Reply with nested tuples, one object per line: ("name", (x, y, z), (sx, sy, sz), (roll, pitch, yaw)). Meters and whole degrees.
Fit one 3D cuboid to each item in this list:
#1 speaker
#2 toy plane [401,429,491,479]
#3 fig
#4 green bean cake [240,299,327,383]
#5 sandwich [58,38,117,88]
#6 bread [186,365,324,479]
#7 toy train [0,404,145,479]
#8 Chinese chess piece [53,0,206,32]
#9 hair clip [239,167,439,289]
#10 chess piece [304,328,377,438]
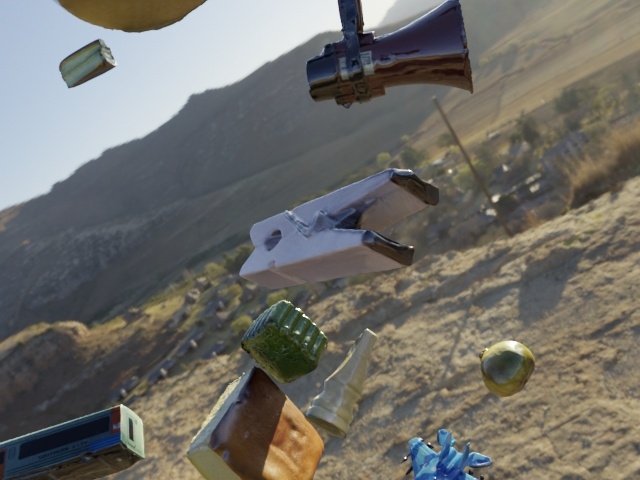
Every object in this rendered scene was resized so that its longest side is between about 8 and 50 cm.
("speaker", (0.130, -0.401, 1.204), (0.330, 0.259, 0.198), (-4, 37, 10))
("toy plane", (0.197, 0.450, 1.093), (0.169, 0.078, 0.246), (25, 55, 36))
("fig", (0.453, 0.314, 1.474), (0.136, 0.120, 0.153), (-42, -3, -23))
("green bean cake", (-0.102, 0.287, 1.708), (0.214, 0.200, 0.113), (-36, 11, 43))
("sandwich", (-0.230, -0.184, 0.619), (0.083, 0.030, 0.044), (-9, 25, 38))
("bread", (-0.157, 0.554, 1.605), (0.143, 0.333, 0.323), (-33, 12, 26))
("toy train", (-0.483, 0.359, 0.956), (0.410, 0.086, 0.089), (-18, 51, 3))
("Chinese chess piece", (-0.187, -0.332, 0.623), (0.250, 0.103, 0.249), (-30, -13, -8))
("hair clip", (0.004, 0.002, 0.760), (0.331, 0.085, 0.101), (-19, 54, 57))
("chess piece", (0.051, 0.269, 1.169), (0.090, 0.090, 0.200), (-16, 39, 55))
